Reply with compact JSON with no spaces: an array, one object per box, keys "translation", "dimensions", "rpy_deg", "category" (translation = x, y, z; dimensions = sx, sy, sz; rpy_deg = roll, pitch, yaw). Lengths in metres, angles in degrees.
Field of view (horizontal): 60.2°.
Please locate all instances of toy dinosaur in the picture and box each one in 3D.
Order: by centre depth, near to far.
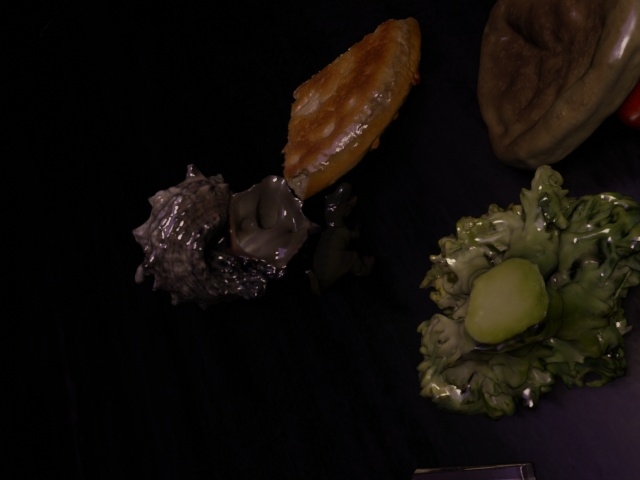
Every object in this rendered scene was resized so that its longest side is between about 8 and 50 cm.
[{"translation":[0.000,0.000,0.812],"dimensions":[0.087,0.179,0.187],"rpy_deg":[-20,64,32],"category":"toy dinosaur"}]

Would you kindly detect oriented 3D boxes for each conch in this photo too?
[{"translation":[-0.156,-0.012,0.896],"dimensions":[0.186,0.313,0.240],"rpy_deg":[-119,18,-69],"category":"conch"}]

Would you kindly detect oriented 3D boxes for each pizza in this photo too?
[{"translation":[0.039,-0.217,0.896],"dimensions":[0.226,0.086,0.335],"rpy_deg":[30,87,51],"category":"pizza"}]

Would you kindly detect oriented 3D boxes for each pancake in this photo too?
[{"translation":[0.270,-0.225,0.651],"dimensions":[0.294,0.050,0.294],"rpy_deg":[-174,90,-72],"category":"pancake"}]

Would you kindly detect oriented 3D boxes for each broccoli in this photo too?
[{"translation":[0.201,0.062,0.591],"dimensions":[0.248,0.245,0.288],"rpy_deg":[11,84,34],"category":"broccoli"}]

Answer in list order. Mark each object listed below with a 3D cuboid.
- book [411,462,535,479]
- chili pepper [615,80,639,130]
[{"translation":[0.193,0.390,0.650],"dimensions":[0.157,0.026,0.231],"rpy_deg":[-20,66,33],"category":"book"},{"translation":[0.376,-0.191,0.601],"dimensions":[0.135,0.131,0.338],"rpy_deg":[-18,69,44],"category":"chili pepper"}]
